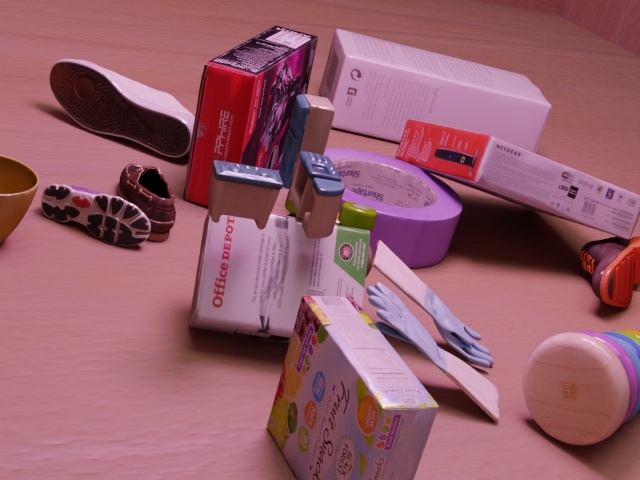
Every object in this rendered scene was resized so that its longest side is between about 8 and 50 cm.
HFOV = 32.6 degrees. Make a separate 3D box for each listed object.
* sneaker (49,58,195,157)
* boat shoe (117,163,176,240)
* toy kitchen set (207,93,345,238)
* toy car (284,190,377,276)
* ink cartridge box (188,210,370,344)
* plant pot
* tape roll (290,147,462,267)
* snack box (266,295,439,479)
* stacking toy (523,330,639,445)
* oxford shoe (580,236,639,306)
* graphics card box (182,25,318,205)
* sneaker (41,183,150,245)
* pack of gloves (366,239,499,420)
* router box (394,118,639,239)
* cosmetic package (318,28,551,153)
[{"bbox_3d":[-0.336,-0.231,1.926,0.290,0.106,0.123,29,19,7],"label":"sneaker"},{"bbox_3d":[-0.256,-0.075,1.652,0.073,0.073,0.207,3,25,-25],"label":"boat shoe"},{"bbox_3d":[-0.062,-0.106,1.372,0.166,0.122,0.207,9,22,-16],"label":"toy kitchen set"},{"bbox_3d":[0.000,0.000,1.566,0.149,0.155,0.188,15,14,-3],"label":"toy car"},{"bbox_3d":[-0.053,0.050,1.390,0.208,0.153,0.087,11,-16,-13],"label":"ink cartridge box"},{"bbox_3d":[-0.445,-0.047,1.437,0.134,0.095,0.134,14,23,-6],"label":"plant pot"},{"bbox_3d":[0.092,-0.058,1.815,0.274,0.090,0.275,13,24,-6],"label":"tape roll"},{"bbox_3d":[0.026,0.182,1.133,0.070,0.174,0.207,1,27,-28],"label":"snack box"},{"bbox_3d":[0.410,0.174,1.468,0.141,0.141,0.330,33,24,34],"label":"stacking toy"},{"bbox_3d":[0.482,0.050,1.848,0.098,0.097,0.271,7,12,24],"label":"oxford shoe"},{"bbox_3d":[-0.112,-0.217,1.856,0.094,0.233,0.371,15,22,9],"label":"graphics card box"},{"bbox_3d":[-0.312,-0.047,1.563,0.170,0.068,0.071,22,18,14],"label":"sneaker"},{"bbox_3d":[0.138,0.124,1.444,0.232,0.046,0.195,43,20,-9],"label":"pack of gloves"},{"bbox_3d":[0.343,-0.112,1.932,0.335,0.082,0.301,17,4,-25],"label":"router box"},{"bbox_3d":[0.239,-0.304,2.361,0.453,0.161,0.230,12,24,-10],"label":"cosmetic package"}]
